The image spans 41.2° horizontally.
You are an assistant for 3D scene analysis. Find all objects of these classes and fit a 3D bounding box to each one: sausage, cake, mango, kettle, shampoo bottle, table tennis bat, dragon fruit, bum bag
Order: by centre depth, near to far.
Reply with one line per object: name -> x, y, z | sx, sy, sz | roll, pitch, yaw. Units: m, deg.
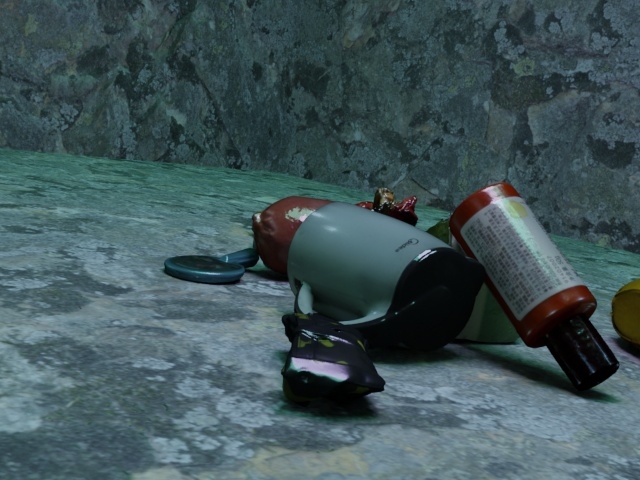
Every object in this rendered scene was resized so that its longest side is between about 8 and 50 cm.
bum bag -> 0.007, 0.119, 0.898 | 0.106, 0.060, 0.232 | 18, 9, -4
shampoo bottle -> 0.273, 0.061, 1.076 | 0.104, 0.104, 0.278 | 2, 49, -43
kettle -> 0.063, 0.063, 1.106 | 0.221, 0.161, 0.236 | -27, 29, -27
mango -> 0.531, 0.118, 1.284 | 0.167, 0.130, 0.262 | 13, 2, -12
dragon fruit -> 0.061, -0.015, 1.284 | 0.092, 0.123, 0.192 | 18, -26, -42
cake -> 0.172, 0.097, 1.291 | 0.158, 0.172, 0.283 | 12, -28, -30
table tennis bat -> -0.165, 0.040, 1.374 | 0.124, 0.033, 0.201 | 14, 14, 28
sausage -> 0.000, 0.000, 1.455 | 0.254, 0.148, 0.148 | 10, 7, -26

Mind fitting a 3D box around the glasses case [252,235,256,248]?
glasses case -> -0.038, 0.009, 1.696 | 0.184, 0.040, 0.078 | 11, 8, 8

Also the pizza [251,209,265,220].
pizza -> -0.006, -0.016, 1.859 | 0.292, 0.058, 0.197 | 12, 7, 7
